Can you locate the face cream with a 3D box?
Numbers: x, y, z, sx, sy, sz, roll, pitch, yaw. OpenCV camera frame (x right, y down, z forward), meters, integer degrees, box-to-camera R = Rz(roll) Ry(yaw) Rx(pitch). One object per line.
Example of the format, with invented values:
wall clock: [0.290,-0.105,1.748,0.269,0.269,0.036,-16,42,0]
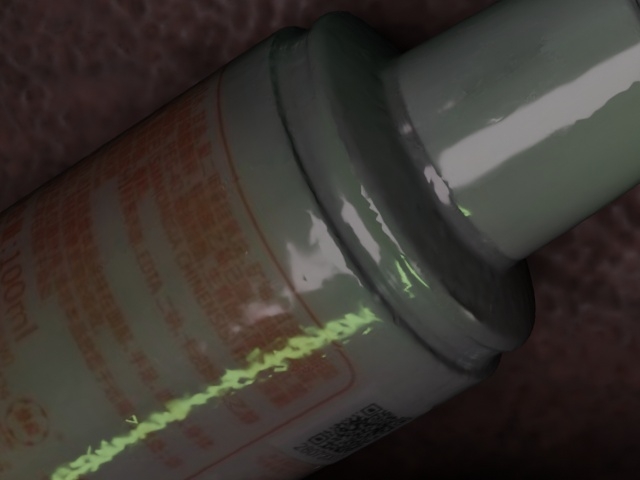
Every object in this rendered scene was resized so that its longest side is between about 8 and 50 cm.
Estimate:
face cream: [0.000,0.000,0.397,0.251,0.101,0.101,-31,97,21]
